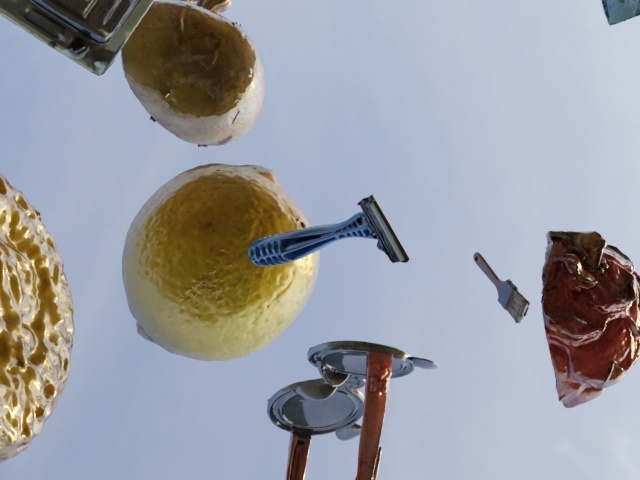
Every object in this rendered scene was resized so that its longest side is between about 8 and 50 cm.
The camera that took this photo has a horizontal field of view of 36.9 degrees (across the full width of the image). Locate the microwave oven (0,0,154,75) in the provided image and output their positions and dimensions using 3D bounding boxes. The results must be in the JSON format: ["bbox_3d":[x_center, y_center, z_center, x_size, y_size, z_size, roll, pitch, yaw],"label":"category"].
[{"bbox_3d":[-0.314,-0.395,0.890,0.394,0.247,0.333,31,-166,-28],"label":"microwave oven"}]

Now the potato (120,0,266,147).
[{"bbox_3d":[-0.198,-0.290,1.667,0.299,0.116,0.239,38,-111,-31],"label":"potato"}]

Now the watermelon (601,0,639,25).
[{"bbox_3d":[0.215,-0.167,0.591,0.072,0.092,0.084,30,-156,-5],"label":"watermelon"}]

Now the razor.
[{"bbox_3d":[0.000,0.000,1.075,0.042,0.253,0.082,-43,-72,-35],"label":"razor"}]

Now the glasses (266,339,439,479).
[{"bbox_3d":[0.009,0.235,0.862,0.118,0.234,0.268,17,-123,-14],"label":"glasses"}]

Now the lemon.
[{"bbox_3d":[-0.138,0.029,1.339,0.293,0.293,0.293,9,-126,-12],"label":"lemon"}]

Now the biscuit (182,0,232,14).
[{"bbox_3d":[-0.236,-0.586,2.096,0.186,0.044,0.295,4,-127,23],"label":"biscuit"}]

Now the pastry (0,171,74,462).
[{"bbox_3d":[-0.273,0.044,0.694,0.132,0.240,0.235,-5,-142,21],"label":"pastry"}]

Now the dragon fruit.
[{"bbox_3d":[0.447,0.088,1.548,0.152,0.205,0.316,-8,-131,24],"label":"dragon fruit"}]

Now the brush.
[{"bbox_3d":[0.277,0.066,1.498,0.014,0.043,0.170,7,-152,-23],"label":"brush"}]
